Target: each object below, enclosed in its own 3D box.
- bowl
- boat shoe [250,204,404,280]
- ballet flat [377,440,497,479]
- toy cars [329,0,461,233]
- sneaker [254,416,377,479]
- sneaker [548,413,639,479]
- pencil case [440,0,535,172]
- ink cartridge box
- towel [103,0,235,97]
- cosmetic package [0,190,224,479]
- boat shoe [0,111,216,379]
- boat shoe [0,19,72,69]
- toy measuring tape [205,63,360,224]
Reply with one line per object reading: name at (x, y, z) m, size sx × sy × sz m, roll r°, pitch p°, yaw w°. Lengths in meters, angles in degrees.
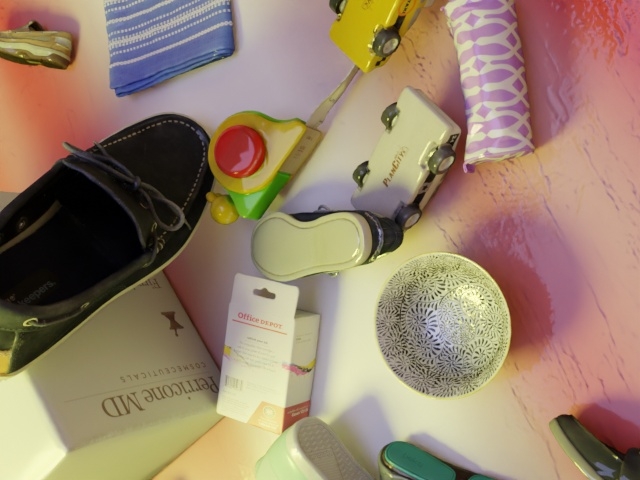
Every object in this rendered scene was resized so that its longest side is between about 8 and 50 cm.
bowl at (0.155, 0.097, 0.965) m, size 0.170 × 0.080 × 0.170 m, roll 0°, pitch 90°, yaw 33°
boat shoe at (0.000, 0.000, 1.051) m, size 0.254 × 0.079 × 0.095 m, roll -13°, pitch 82°, yaw 52°
ballet flat at (0.163, 0.308, 0.977) m, size 0.213 × 0.072 × 0.068 m, roll 20°, pitch 128°, yaw 32°
toy cars at (0.102, -0.195, 0.979) m, size 0.176 × 0.087 × 0.394 m, roll 6°, pitch 108°, yaw 49°
sneaker at (0.018, 0.358, 1.056) m, size 0.256 × 0.094 × 0.151 m, roll 53°, pitch 135°, yaw 9°
sneaker at (0.353, 0.236, 0.853) m, size 0.118 × 0.083 × 0.222 m, roll -49°, pitch 58°, yaw 2°
pencil case at (0.190, -0.187, 0.942) m, size 0.088 × 0.086 × 0.206 m, roll -11°, pitch 84°, yaw 36°
ink cartridge box at (-0.068, 0.148, 1.114) m, size 0.115 × 0.067 × 0.198 m, roll 11°, pitch 97°, yaw 32°
towel at (-0.249, -0.406, 1.250) m, size 0.243 × 0.040 × 0.336 m, roll -12°, pitch 83°, yaw 31°
cosmetic package at (-0.404, 0.180, 1.172) m, size 0.327 × 0.329 × 0.394 m, roll -42°, pitch 69°, yaw 24°
boat shoe at (-0.267, -0.030, 1.019) m, size 0.187 × 0.500 × 0.156 m, roll 42°, pitch 133°, yaw -3°
boat shoe at (-0.495, -0.340, 1.397) m, size 0.190 × 0.068 × 0.072 m, roll 14°, pitch 85°, yaw 22°
toy measuring tape at (-0.055, -0.165, 1.089) m, size 0.121 × 0.121 × 0.330 m, roll 41°, pitch 102°, yaw 26°
